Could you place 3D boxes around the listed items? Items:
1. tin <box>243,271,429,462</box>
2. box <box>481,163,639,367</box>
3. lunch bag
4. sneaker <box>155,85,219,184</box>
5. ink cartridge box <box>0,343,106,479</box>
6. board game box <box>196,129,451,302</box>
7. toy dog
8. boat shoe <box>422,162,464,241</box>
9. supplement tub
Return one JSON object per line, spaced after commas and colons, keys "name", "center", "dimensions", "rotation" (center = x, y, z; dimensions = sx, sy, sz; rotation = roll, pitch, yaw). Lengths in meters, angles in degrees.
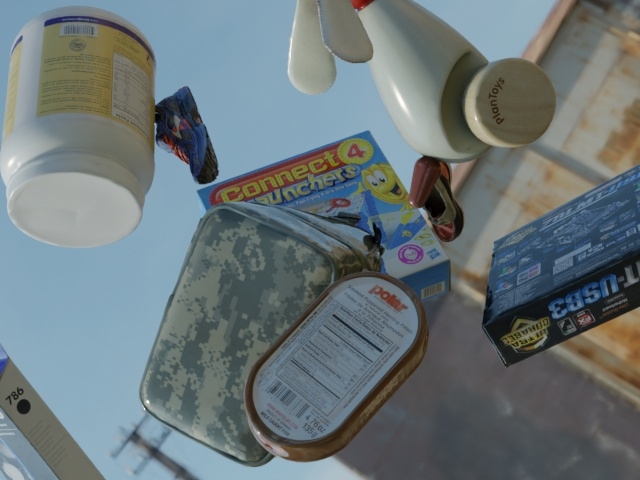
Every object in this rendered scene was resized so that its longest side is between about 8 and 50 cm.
{"name": "tin", "center": [0.015, 0.107, 0.985], "dimensions": [0.189, 0.106, 0.040], "rotation": [-46, -20, -18]}
{"name": "box", "center": [0.349, 0.011, 1.413], "dimensions": [0.296, 0.073, 0.293], "rotation": [-29, 12, 19]}
{"name": "lunch bag", "center": [-0.049, 0.105, 1.417], "dimensions": [0.256, 0.213, 0.305], "rotation": [-2, -68, -68]}
{"name": "sneaker", "center": [-0.227, -0.163, 1.875], "dimensions": [0.087, 0.221, 0.083], "rotation": [-22, -45, -4]}
{"name": "ink cartridge box", "center": [-0.438, 0.283, 1.648], "dimensions": [0.165, 0.332, 0.065], "rotation": [-13, 26, 47]}
{"name": "board game box", "center": [0.000, 0.000, 1.760], "dimensions": [0.308, 0.302, 0.086], "rotation": [-21, -38, -10]}
{"name": "toy dog", "center": [0.048, -0.158, 1.064], "dimensions": [0.161, 0.334, 0.220], "rotation": [-56, -7, -7]}
{"name": "boat shoe", "center": [0.150, -0.046, 1.437], "dimensions": [0.043, 0.049, 0.137], "rotation": [-59, -33, -38]}
{"name": "supplement tub", "center": [-0.383, -0.180, 1.806], "dimensions": [0.241, 0.241, 0.331], "rotation": [91, 175, -57]}
